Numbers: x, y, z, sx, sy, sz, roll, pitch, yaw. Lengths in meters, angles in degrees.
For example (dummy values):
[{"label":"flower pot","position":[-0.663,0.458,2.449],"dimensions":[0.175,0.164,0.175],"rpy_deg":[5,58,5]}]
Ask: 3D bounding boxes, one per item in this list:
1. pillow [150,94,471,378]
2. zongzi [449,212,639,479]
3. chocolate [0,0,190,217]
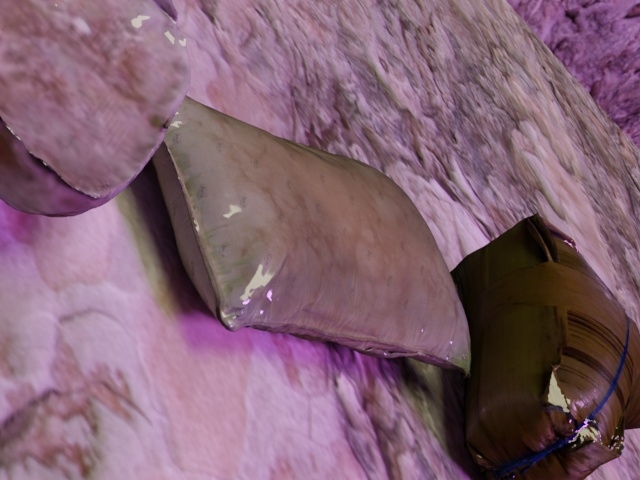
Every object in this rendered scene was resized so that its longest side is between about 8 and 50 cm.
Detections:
[{"label":"pillow","position":[0.000,0.000,0.912],"dimensions":[0.302,0.075,0.185],"rpy_deg":[18,42,-54]},{"label":"zongzi","position":[0.221,0.148,1.074],"dimensions":[0.289,0.123,0.260],"rpy_deg":[47,26,-25]},{"label":"chocolate","position":[-0.204,-0.142,0.691],"dimensions":[0.303,0.100,0.185],"rpy_deg":[43,33,-15]}]
